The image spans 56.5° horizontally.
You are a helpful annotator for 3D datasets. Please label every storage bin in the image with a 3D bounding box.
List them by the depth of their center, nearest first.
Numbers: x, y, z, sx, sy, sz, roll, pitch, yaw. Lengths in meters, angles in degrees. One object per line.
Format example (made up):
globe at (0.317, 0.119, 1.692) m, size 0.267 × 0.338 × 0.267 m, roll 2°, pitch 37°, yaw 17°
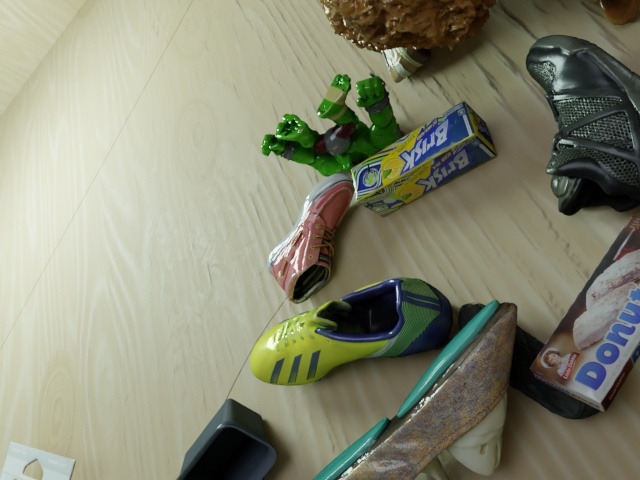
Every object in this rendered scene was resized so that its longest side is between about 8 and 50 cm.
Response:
storage bin at (-0.118, 0.273, 0.750) m, size 0.135 × 0.098 × 0.091 m, roll -53°, pitch 15°, yaw 9°

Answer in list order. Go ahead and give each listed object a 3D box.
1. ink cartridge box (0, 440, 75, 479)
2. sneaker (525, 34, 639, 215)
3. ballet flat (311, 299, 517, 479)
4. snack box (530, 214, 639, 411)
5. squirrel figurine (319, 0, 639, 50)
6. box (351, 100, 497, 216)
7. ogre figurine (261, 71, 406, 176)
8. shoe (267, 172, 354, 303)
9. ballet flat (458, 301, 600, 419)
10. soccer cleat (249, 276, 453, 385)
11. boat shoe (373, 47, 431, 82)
ink cartridge box at (-0.488, 0.482, 1.010) m, size 0.275 × 0.060 × 0.238 m, roll -8°, pitch 62°, yaw 42°
sneaker at (0.252, -0.113, 0.591) m, size 0.130 × 0.087 × 0.227 m, roll -40°, pitch 51°, yaw 13°
ballet flat at (0.103, 0.193, 0.568) m, size 0.106 × 0.108 × 0.316 m, roll 42°, pitch 113°, yaw 10°
snack box at (0.255, 0.056, 0.509) m, size 0.064 × 0.022 × 0.178 m, roll 24°, pitch 69°, yaw 47°
squirrel figurine at (0.181, -0.347, 0.676) m, size 0.397 × 0.281 × 0.370 m, roll -45°, pitch 57°, yaw 6°
box at (0.122, -0.095, 0.727) m, size 0.169 × 0.059 × 0.054 m, roll -30°, pitch 53°, yaw 30°
ogre figurine at (0.024, -0.141, 0.805) m, size 0.197 × 0.118 × 0.096 m, roll -38°, pitch 43°, yaw 21°
shoe at (0.000, 0.000, 0.797) m, size 0.178 × 0.064 × 0.081 m, roll -53°, pitch 44°, yaw 17°
ballet flat at (0.194, 0.112, 0.570) m, size 0.173 × 0.049 × 0.057 m, roll 40°, pitch 128°, yaw 52°
soccer cleat at (0.009, 0.101, 0.685) m, size 0.289 × 0.121 × 0.093 m, roll -21°, pitch 56°, yaw 36°
boat shoe at (0.095, -0.306, 0.867) m, size 0.072 × 0.068 × 0.189 m, roll -44°, pitch 43°, yaw 37°
